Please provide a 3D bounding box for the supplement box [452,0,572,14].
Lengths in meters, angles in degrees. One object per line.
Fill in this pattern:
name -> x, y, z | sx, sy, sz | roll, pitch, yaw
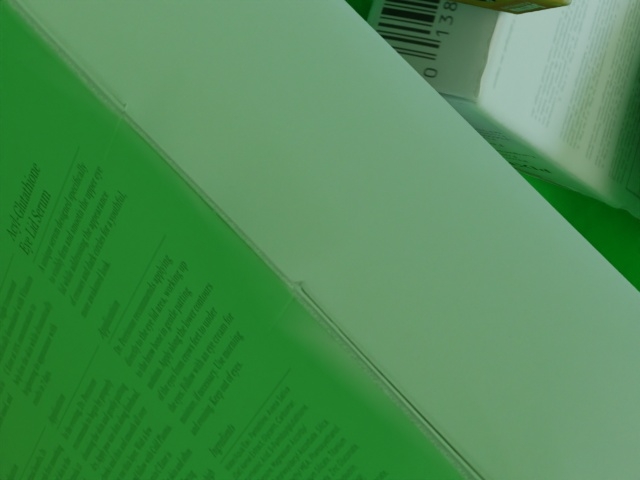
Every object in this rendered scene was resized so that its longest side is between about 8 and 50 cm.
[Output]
supplement box -> 0.014, -0.171, 0.887 | 0.233, 0.078, 0.080 | 7, 92, -13

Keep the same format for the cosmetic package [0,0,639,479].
cosmetic package -> -0.060, 0.051, 0.662 | 0.284, 0.377, 0.097 | 44, 57, 6

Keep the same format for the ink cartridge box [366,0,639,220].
ink cartridge box -> 0.175, -0.186, 1.139 | 0.385, 0.091, 0.308 | 25, 80, -61
